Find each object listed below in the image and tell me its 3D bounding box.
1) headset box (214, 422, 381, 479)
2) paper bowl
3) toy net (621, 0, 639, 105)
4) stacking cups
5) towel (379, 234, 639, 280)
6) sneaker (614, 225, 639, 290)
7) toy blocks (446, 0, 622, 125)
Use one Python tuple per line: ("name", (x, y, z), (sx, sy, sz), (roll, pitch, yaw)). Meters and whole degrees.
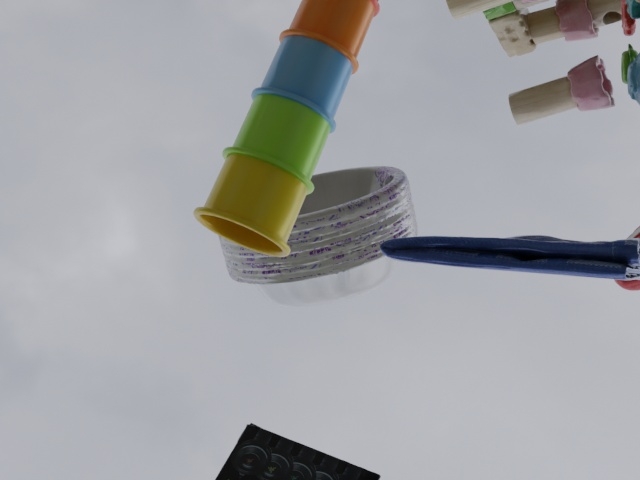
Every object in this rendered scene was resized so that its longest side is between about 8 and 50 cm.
("headset box", (-0.054, 0.332, 1.102), (0.131, 0.246, 0.283), (19, -128, 18))
("paper bowl", (0.000, 0.000, 1.870), (0.284, 0.148, 0.284), (-12, -165, 3))
("toy net", (0.274, -0.220, 1.070), (0.045, 0.232, 0.122), (-2, -157, 9))
("stacking cups", (-0.007, -0.142, 1.202), (0.096, 0.096, 0.316), (24, -103, 7))
("towel", (0.197, 0.011, 1.089), (0.209, 0.034, 0.285), (3, 180, 27))
("sneaker", (0.454, 0.021, 1.627), (0.087, 0.221, 0.128), (48, -147, -11))
("toy blocks", (0.300, -0.350, 1.538), (0.260, 0.288, 0.309), (-16, -125, 21))
